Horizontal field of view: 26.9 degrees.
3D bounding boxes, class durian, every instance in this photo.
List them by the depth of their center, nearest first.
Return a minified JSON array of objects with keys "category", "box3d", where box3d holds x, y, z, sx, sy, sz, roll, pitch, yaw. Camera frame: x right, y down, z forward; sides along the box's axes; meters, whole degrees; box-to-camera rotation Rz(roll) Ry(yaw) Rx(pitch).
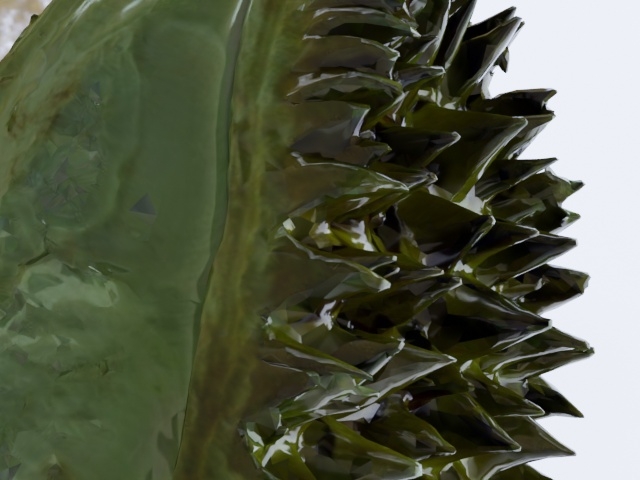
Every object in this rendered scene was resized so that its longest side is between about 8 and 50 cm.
[{"category":"durian","box3d":[-0.034,0.048,0.409,0.198,0.163,0.394,14,-98,37]}]
